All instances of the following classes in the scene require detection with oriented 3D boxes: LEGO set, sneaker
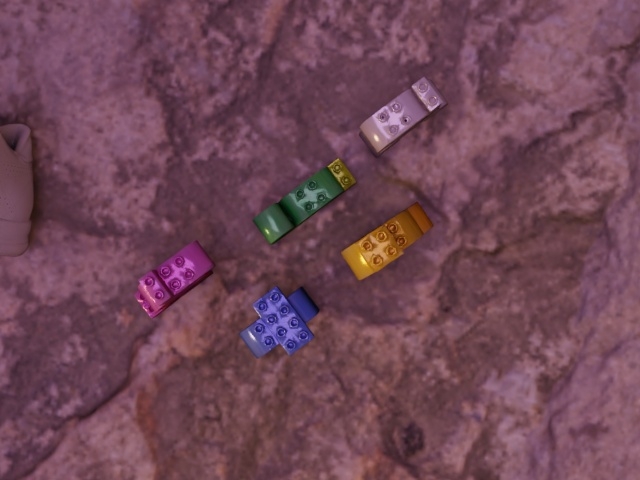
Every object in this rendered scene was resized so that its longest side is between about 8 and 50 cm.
[{"bbox_3d":[0.000,0.000,0.570,0.227,0.093,0.087,-37,89,1],"label":"LEGO set"},{"bbox_3d":[-0.215,-0.046,0.519,0.080,0.212,0.094,14,90,9],"label":"sneaker"}]
